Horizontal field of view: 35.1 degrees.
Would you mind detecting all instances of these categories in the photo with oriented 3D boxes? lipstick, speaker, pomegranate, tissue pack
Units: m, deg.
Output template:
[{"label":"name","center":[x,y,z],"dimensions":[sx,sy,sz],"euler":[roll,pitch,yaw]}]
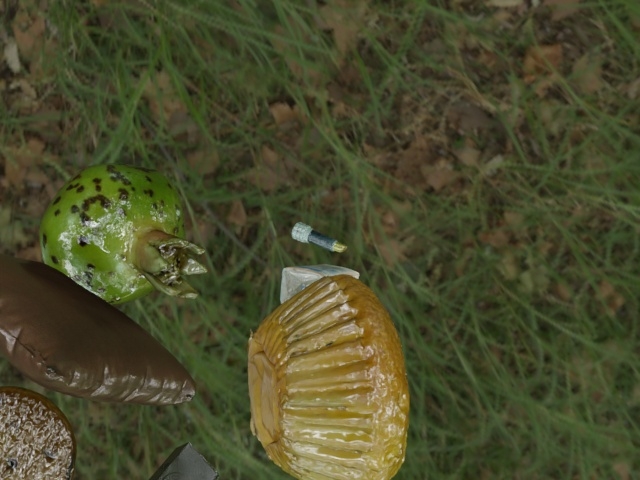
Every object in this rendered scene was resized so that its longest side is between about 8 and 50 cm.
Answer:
[{"label":"lipstick","center":[0.000,0.000,1.985],"dimensions":[0.116,0.037,0.037],"euler":[23,123,23]},{"label":"speaker","center":[-0.250,0.418,1.568],"dimensions":[0.082,0.218,0.044],"euler":[50,136,-8]},{"label":"pomegranate","center":[-0.279,-0.010,1.541],"dimensions":[0.285,0.231,0.231],"euler":[4,127,25]},{"label":"tissue pack","center":[-0.001,0.064,1.339],"dimensions":[0.094,0.074,0.059],"euler":[-3,104,-57]}]

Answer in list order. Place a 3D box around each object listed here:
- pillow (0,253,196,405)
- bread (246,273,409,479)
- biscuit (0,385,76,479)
[{"label":"pillow","center":[-0.339,0.104,1.263],"dimensions":[0.108,0.307,0.305],"euler":[-61,153,0]},{"label":"bread","center":[0.009,0.148,1.040],"dimensions":[0.139,0.240,0.240],"euler":[-2,122,-15]},{"label":"biscuit","center":[-0.455,0.314,1.450],"dimensions":[0.212,0.036,0.212],"euler":[5,78,-21]}]
